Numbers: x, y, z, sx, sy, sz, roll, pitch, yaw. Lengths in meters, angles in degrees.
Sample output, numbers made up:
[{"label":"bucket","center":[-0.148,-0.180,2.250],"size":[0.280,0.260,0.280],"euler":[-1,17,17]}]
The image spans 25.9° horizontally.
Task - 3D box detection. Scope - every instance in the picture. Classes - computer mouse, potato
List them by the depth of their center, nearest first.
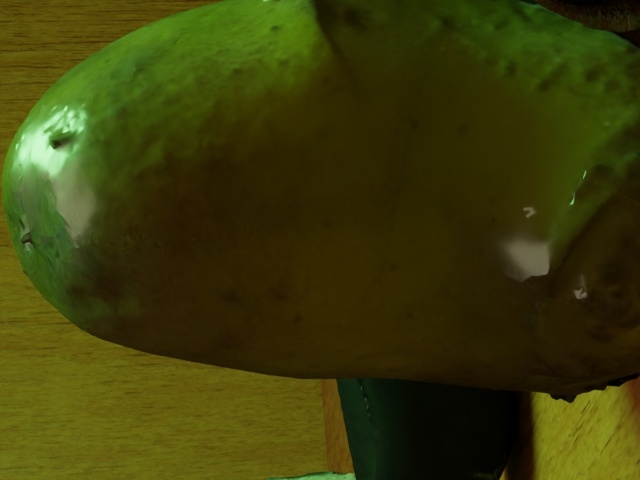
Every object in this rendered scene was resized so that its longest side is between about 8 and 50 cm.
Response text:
[{"label":"potato","center":[0.000,0.000,0.844],"size":[0.397,0.296,0.290],"euler":[39,135,35]},{"label":"computer mouse","center":[0.106,0.143,1.294],"size":[0.100,0.170,0.269],"euler":[0,106,54]}]

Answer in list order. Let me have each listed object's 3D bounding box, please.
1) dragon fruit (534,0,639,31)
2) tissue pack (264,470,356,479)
[{"label":"dragon fruit","center":[0.137,-0.233,0.721],"size":[0.268,0.130,0.295],"euler":[57,152,11]},{"label":"tissue pack","center":[0.053,0.411,1.517],"size":[0.123,0.245,0.333],"euler":[-119,27,-74]}]
